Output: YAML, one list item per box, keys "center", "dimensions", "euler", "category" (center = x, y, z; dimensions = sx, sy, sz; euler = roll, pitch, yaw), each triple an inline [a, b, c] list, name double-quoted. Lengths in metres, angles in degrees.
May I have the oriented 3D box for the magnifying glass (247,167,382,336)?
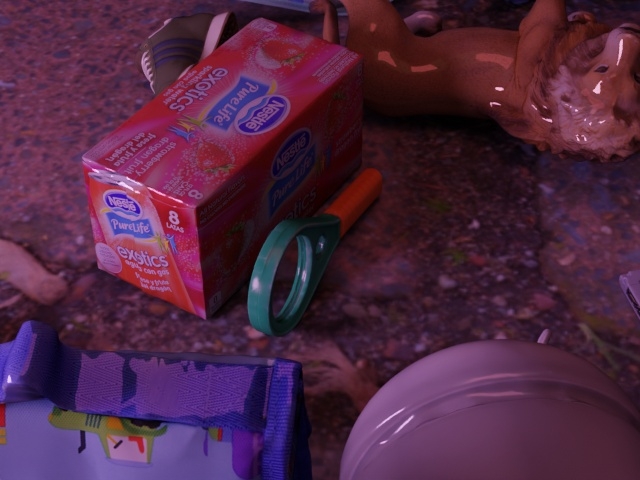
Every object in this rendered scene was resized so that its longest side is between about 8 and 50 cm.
- center: [0.000, 0.000, 1.056]
  dimensions: [0.026, 0.092, 0.231]
  euler: [13, 33, 19]
  category: "magnifying glass"

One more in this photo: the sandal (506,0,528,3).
- center: [0.304, -0.307, 1.371]
  dimensions: [0.317, 0.126, 0.138]
  euler: [7, 45, 20]
  category: "sandal"

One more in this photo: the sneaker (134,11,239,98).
- center: [-0.148, -0.167, 1.256]
  dimensions: [0.086, 0.064, 0.192]
  euler: [4, 41, 16]
  category: "sneaker"

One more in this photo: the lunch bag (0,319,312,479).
- center: [-0.118, 0.135, 0.592]
  dimensions: [0.220, 0.293, 0.138]
  euler: [5, 53, 4]
  category: "lunch bag"

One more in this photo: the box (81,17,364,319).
- center: [-0.076, -0.069, 1.091]
  dimensions: [0.122, 0.128, 0.257]
  euler: [23, 46, 24]
  category: "box"

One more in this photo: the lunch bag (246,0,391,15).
- center: [-0.019, -0.365, 1.404]
  dimensions: [0.262, 0.160, 0.223]
  euler: [5, 38, -11]
  category: "lunch bag"

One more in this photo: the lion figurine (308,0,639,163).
- center: [0.144, -0.171, 1.222]
  dimensions: [0.392, 0.142, 0.240]
  euler: [0, 48, 22]
  category: "lion figurine"

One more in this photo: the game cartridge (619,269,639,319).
- center: [0.288, 0.054, 1.035]
  dimensions: [0.056, 0.017, 0.083]
  euler: [-11, 43, -6]
  category: "game cartridge"

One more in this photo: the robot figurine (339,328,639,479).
- center: [0.118, 0.200, 0.733]
  dimensions: [0.299, 0.200, 0.353]
  euler: [-14, 42, 4]
  category: "robot figurine"
